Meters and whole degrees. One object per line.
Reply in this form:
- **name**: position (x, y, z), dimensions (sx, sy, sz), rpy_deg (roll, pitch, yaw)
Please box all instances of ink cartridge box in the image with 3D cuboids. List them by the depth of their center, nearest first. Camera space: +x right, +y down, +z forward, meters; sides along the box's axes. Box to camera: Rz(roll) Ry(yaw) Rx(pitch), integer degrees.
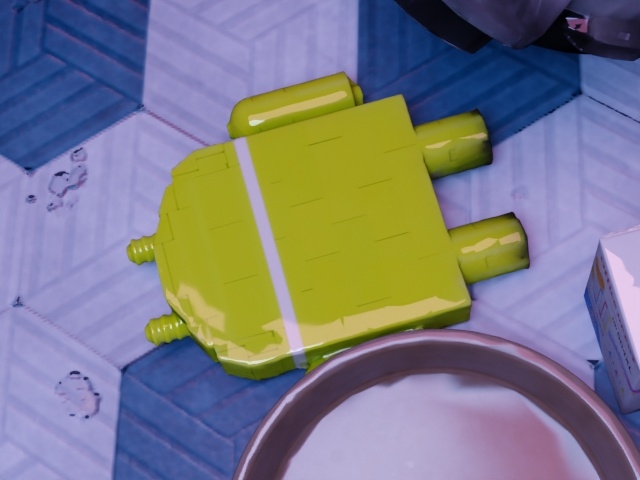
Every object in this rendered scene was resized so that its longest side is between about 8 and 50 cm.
- **ink cartridge box**: position (0.226, 0.043, 0.827), dimensions (0.090, 0.143, 0.092), rpy_deg (-15, 69, 2)

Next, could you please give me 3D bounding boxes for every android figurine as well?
- **android figurine**: position (0.000, 0.000, 0.919), dimensions (0.273, 0.056, 0.248), rpy_deg (-18, 70, -1)

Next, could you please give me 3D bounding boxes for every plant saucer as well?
- **plant saucer**: position (0.076, 0.195, 0.828), dimensions (0.278, 0.041, 0.278), rpy_deg (-1, 81, 5)

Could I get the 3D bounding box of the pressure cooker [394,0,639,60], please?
- **pressure cooker**: position (0.199, -0.320, 0.824), dimensions (0.370, 0.420, 0.375), rpy_deg (-13, 77, -31)
